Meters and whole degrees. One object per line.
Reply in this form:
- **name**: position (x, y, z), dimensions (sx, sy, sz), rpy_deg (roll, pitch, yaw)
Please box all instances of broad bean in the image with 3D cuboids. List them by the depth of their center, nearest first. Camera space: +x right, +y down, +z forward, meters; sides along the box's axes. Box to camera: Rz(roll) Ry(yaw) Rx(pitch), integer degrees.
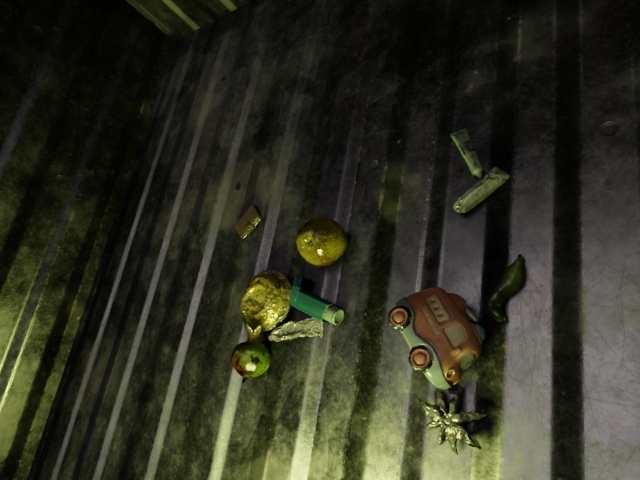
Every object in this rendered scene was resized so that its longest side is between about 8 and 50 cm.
- **broad bean**: position (0.553, 0.136, 1.231), dimensions (0.070, 0.048, 0.214), rpy_deg (21, 84, 41)

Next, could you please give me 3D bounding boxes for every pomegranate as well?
- **pomegranate**: position (-0.279, 0.434, 1.641), dimensions (0.156, 0.156, 0.221), rpy_deg (-5, 92, 35)

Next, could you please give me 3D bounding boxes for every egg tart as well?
- **egg tart**: position (-0.243, 0.246, 1.750), dimensions (0.278, 0.095, 0.279), rpy_deg (-15, 62, 30)

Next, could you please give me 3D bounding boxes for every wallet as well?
- **wallet**: position (-0.349, -0.090, 2.012), dimensions (0.152, 0.038, 0.118), rpy_deg (-45, 49, 17)

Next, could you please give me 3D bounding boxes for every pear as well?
- **pear**: position (0.000, 0.000, 1.616), dimensions (0.197, 0.197, 0.198), rpy_deg (-15, 62, 31)

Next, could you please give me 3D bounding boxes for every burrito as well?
- **burrito**: position (0.527, -0.165, 1.377), dimensions (0.203, 0.064, 0.064), rpy_deg (-42, 51, 13)

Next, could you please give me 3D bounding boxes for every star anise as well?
- **star anise**: position (0.374, 0.510, 1.193), dimensions (0.181, 0.061, 0.205), rpy_deg (-46, 50, 12)

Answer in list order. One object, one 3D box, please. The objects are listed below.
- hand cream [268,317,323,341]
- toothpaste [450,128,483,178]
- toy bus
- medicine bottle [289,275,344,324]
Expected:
- **hand cream**: position (-0.101, 0.354, 1.629), dimensions (0.256, 0.050, 0.084), rpy_deg (-17, 58, 27)
- **toothpaste**: position (0.520, -0.304, 1.459), dimensions (0.060, 0.038, 0.234), rpy_deg (-25, 54, 21)
- **toy bus**: position (0.355, 0.276, 1.242), dimensions (0.231, 0.194, 0.288), rpy_deg (-31, 53, 7)
- **medicine bottle**: position (-0.018, 0.232, 1.596), dimensions (0.258, 0.079, 0.124), rpy_deg (23, 82, 40)
